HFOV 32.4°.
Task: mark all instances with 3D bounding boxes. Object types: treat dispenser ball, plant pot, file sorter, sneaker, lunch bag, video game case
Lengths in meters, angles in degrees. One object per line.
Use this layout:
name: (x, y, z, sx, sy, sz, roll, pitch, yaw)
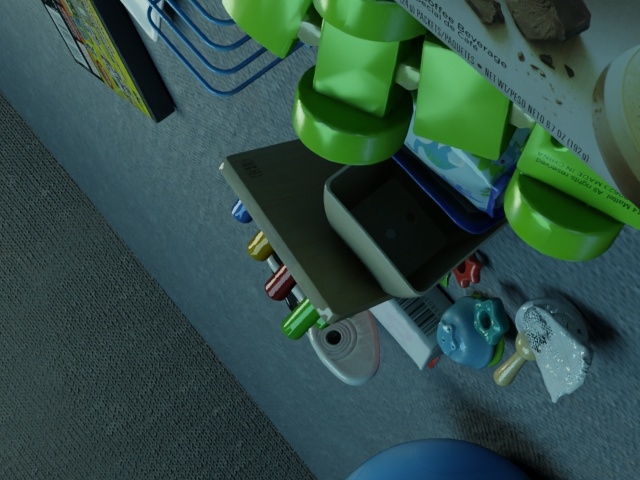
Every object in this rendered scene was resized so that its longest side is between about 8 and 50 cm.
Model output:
treat dispenser ball: (0.133, 0.366, 1.223, 0.288, 0.288, 0.288, 47, 164, 17)
plant pot: (0.066, -0.019, 0.850, 0.109, 0.109, 0.096, 50, 160, 4)
file sorter: (-0.070, -0.204, 0.839, 0.118, 0.104, 0.170, 48, 164, 11)
sneaker: (0.013, 0.093, 1.343, 0.217, 0.079, 0.121, 59, 175, 26)
lunch bag: (0.088, -0.079, 0.708, 0.129, 0.096, 0.151, 46, 177, 10)
video game case: (-0.313, -0.307, 1.443, 0.248, 0.035, 0.275, 37, 159, 43)

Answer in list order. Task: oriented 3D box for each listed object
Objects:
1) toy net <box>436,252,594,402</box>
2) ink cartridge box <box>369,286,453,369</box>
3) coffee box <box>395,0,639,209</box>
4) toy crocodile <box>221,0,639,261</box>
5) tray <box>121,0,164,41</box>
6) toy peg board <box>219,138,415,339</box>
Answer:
toy net: (0.162, 0.063, 0.921, 0.232, 0.045, 0.122, -171, 74, -65)
ink cartridge box: (0.058, 0.061, 1.184, 0.189, 0.066, 0.232, 48, 161, 13)
coffee box: (0.147, -0.104, 0.409, 0.297, 0.119, 0.168, 45, 165, 20)
toy crocodile: (0.093, -0.085, 0.576, 0.340, 0.105, 0.115, 25, 139, 14)
tray: (-0.244, -0.343, 1.164, 0.270, 0.030, 0.145, 51, 166, 1)
toy peg board: (0.000, 0.000, 0.939, 0.161, 0.161, 0.079, 54, 130, 15)
